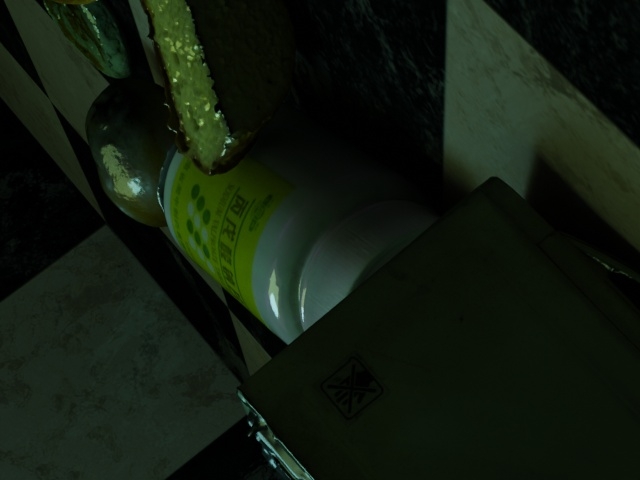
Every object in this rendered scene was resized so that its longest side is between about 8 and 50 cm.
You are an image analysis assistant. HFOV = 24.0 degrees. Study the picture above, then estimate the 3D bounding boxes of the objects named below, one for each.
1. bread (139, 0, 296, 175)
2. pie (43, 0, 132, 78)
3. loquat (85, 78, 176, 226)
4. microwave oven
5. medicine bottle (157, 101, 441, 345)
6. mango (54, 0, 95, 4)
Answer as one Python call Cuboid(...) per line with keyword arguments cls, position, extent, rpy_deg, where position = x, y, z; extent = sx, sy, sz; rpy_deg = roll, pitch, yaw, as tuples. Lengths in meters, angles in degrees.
Cuboid(cls="bread", position=(-0.099, -0.207, 1.548), extent=(0.129, 0.134, 0.260), rpy_deg=(-13, 97, 61))
Cuboid(cls="pie", position=(-0.367, -0.349, 2.322), extent=(0.240, 0.054, 0.240), rpy_deg=(47, 165, 17))
Cuboid(cls="loquat", position=(-0.249, -0.131, 2.213), extent=(0.227, 0.179, 0.179), rpy_deg=(67, 165, -12))
Cuboid(cls="microwave oven", position=(0.179, 0.200, 1.252), extent=(0.394, 0.333, 0.247), rpy_deg=(48, 172, 19))
Cuboid(cls="medicine bottle", position=(0.000, 0.000, 1.590), extent=(0.378, 0.213, 0.214), rpy_deg=(36, 160, 51))
Cuboid(cls="mango", position=(-0.359, -0.435, 1.772), extent=(0.144, 0.187, 0.359), rpy_deg=(-32, 100, 34))
